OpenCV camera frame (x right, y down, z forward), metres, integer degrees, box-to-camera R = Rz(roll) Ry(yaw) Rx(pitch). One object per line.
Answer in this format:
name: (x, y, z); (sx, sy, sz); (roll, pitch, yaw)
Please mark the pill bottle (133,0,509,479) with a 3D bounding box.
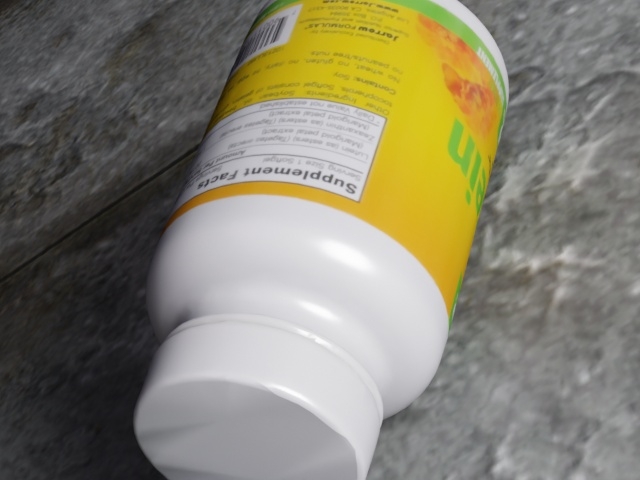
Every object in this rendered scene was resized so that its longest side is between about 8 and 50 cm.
pill bottle: (0.000, 0.000, 0.778); (0.136, 0.136, 0.245); (-18, 38, 35)
